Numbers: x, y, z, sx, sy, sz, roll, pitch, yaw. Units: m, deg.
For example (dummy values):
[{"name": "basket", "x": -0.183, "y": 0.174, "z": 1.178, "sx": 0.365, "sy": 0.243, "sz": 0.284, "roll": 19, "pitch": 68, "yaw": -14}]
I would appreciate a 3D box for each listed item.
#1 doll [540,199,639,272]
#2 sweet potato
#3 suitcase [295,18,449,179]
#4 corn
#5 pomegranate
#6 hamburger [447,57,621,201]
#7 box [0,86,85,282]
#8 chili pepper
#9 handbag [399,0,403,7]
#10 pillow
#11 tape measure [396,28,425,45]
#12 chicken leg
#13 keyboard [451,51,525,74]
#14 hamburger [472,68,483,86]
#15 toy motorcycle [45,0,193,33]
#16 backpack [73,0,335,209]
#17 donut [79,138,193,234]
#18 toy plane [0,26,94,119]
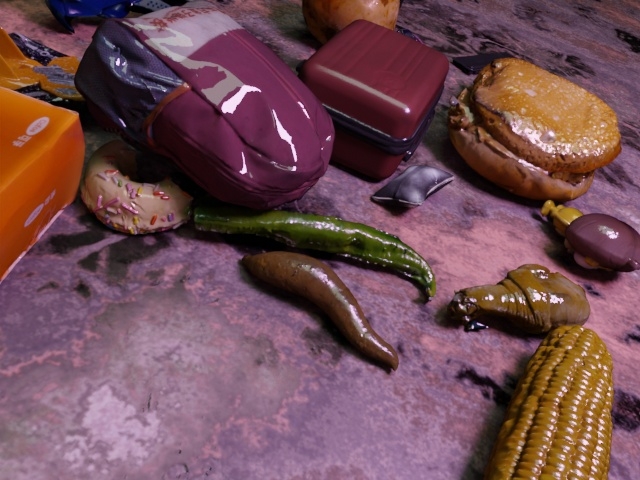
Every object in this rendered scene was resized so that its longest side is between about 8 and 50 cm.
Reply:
[{"name": "doll", "x": 0.462, "y": -0.003, "z": 1.041, "sx": 0.145, "sy": 0.096, "sz": 0.188, "roll": 27, "pitch": 13, "yaw": -16}, {"name": "sweet potato", "x": 0.008, "y": 0.072, "z": 0.792, "sx": 0.249, "sy": 0.059, "sz": 0.069, "roll": 35, "pitch": 62, "yaw": 11}, {"name": "suitcase", "x": 0.090, "y": -0.260, "z": 1.104, "sx": 0.236, "sy": 0.161, "sz": 0.297, "roll": 26, "pitch": 40, "yaw": 7}, {"name": "corn", "x": 0.259, "y": 0.220, "z": 0.688, "sx": 0.120, "sy": 0.121, "sz": 0.363, "roll": 29, "pitch": 38, "yaw": 10}, {"name": "pomegranate", "x": 0.075, "y": -0.514, "z": 1.335, "sx": 0.215, "sy": 0.215, "sz": 0.215, "roll": 12, "pitch": 41, "yaw": -10}, {"name": "hamburger", "x": 0.390, "y": -0.209, "z": 1.161, "sx": 0.314, "sy": 0.170, "sz": 0.290, "roll": 26, "pitch": 43, "yaw": 4}, {"name": "box", "x": -0.478, "y": -0.091, "z": 0.700, "sx": 0.340, "sy": 0.144, "sz": 0.225, "roll": 18, "pitch": 41, "yaw": -1}, {"name": "chili pepper", "x": 0.000, "y": 0.000, "z": 0.860, "sx": 0.358, "sy": 0.077, "sz": 0.085, "roll": 15, "pitch": 16, "yaw": -6}, {"name": "handbag", "x": 0.126, "y": -0.623, "z": 1.506, "sx": 0.169, "sy": 0.155, "sz": 0.215, "roll": 22, "pitch": 15, "yaw": -4}, {"name": "pillow", "x": 0.156, "y": -0.092, "z": 1.028, "sx": 0.091, "sy": 0.055, "sz": 0.135, "roll": 37, "pitch": 41, "yaw": 21}, {"name": "tape measure", "x": 0.174, "y": -0.375, "z": 1.301, "sx": 0.074, "sy": 0.118, "sz": 0.125, "roll": -20, "pitch": 72, "yaw": -40}, {"name": "chicken leg", "x": 0.276, "y": 0.084, "z": 0.874, "sx": 0.227, "sy": 0.088, "sz": 0.103, "roll": 2, "pitch": 53, "yaw": -11}, {"name": "keyboard", "x": 0.427, "y": -0.451, "z": 1.562, "sx": 0.231, "sy": 0.023, "sz": 0.072, "roll": -18, "pitch": 46, "yaw": -37}, {"name": "hamburger", "x": 0.411, "y": -0.314, "z": 1.353, "sx": 0.165, "sy": 0.087, "sz": 0.137, "roll": 30, "pitch": 41, "yaw": 8}, {"name": "toy motorcycle", "x": -0.377, "y": -0.472, "z": 1.144, "sx": 0.331, "sy": 0.196, "sz": 0.125, "roll": -5, "pitch": 46, "yaw": -44}, {"name": "backpack", "x": -0.130, "y": -0.176, "z": 0.845, "sx": 0.317, "sy": 0.197, "sz": 0.283, "roll": 40, "pitch": 37, "yaw": -4}, {"name": "donut", "x": -0.261, "y": -0.072, "z": 0.827, "sx": 0.166, "sy": 0.065, "sz": 0.108, "roll": 40, "pitch": 45, "yaw": 21}, {"name": "toy plane", "x": -0.352, "y": -0.229, "z": 0.945, "sx": 0.315, "sy": 0.103, "sz": 0.204, "roll": 13, "pitch": 43, "yaw": -19}]
